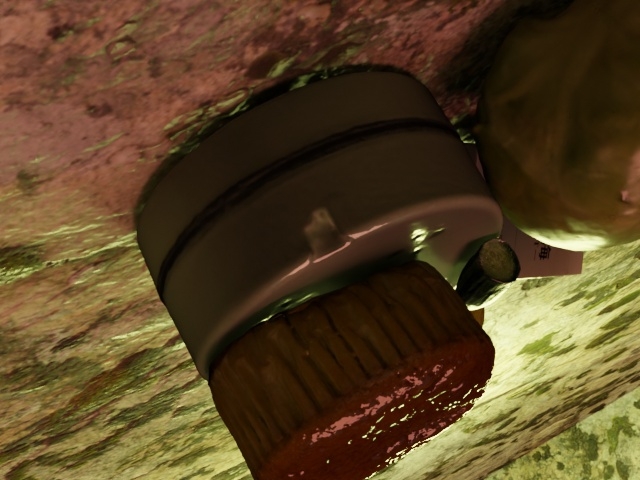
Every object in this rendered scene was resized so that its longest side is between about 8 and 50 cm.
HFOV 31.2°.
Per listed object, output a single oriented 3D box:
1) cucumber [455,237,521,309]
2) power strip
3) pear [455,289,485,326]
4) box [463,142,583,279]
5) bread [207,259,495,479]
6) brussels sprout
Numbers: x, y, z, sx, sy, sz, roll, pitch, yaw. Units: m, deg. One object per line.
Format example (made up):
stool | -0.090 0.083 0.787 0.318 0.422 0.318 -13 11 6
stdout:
cucumber | 0.161 0.039 1.141 0.048 0.048 0.105 -19 161 -21
power strip | 0.000 0.000 1.138 0.358 0.161 0.357 -25 159 -10
pear | 0.108 0.084 1.383 0.197 0.197 0.197 -23 157 -10
box | 0.220 -0.033 1.320 0.067 0.155 0.243 12 -172 43
bread | 0.032 0.133 1.064 0.254 0.142 0.227 -19 150 -18
brussels sprout | 0.299 -0.128 1.105 0.328 0.247 0.328 -38 167 -11
